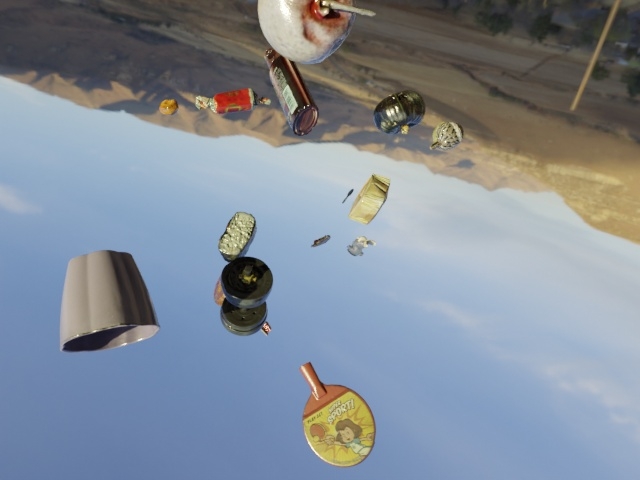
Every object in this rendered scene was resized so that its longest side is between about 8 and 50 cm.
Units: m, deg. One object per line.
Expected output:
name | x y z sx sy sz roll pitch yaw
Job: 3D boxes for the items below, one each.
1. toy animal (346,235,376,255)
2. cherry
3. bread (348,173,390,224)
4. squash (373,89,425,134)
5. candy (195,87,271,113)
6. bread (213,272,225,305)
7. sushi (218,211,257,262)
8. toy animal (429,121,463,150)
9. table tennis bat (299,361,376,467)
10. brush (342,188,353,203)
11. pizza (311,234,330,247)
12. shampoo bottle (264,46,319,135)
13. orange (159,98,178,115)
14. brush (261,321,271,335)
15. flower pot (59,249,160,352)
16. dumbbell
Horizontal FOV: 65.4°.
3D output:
toy animal | 0.182 0.019 2.273 0.071 0.124 0.085 -13 -117 -42
cherry | -0.046 -0.690 1.499 0.292 0.326 0.335 -7 175 -21
bread | 0.225 -0.182 2.220 0.110 0.210 0.192 28 -132 -6
squash | 0.294 -0.474 1.855 0.156 0.193 0.193 49 -165 -2
candy | -0.336 -0.540 1.935 0.292 0.086 0.059 -10 164 -12
bread | -0.409 0.204 2.186 0.064 0.193 0.193 22 -171 -27
sushi | -0.356 -0.010 2.171 0.124 0.225 0.127 19 154 4
toy animal | 0.414 -0.337 1.629 0.098 0.098 0.137 20 -137 20
table tennis bat | 0.043 0.655 1.903 0.414 0.268 0.051 58 176 19
brush | 0.115 -0.187 2.110 0.024 0.083 0.008 0 -133 -48
pizza | 0.013 -0.008 2.253 0.100 0.099 0.029 -23 -101 -37
shampoo bottle | -0.098 -0.489 1.591 0.084 0.129 0.322 -8 -124 -25
orange | -0.666 -0.582 2.198 0.086 0.062 0.086 -7 -137 7
brush | -0.345 0.345 2.422 0.321 0.050 0.060 50 -175 -28
flower pot | -0.602 0.165 1.405 0.265 0.243 0.265 -13 164 -4
dumbbell | -0.272 0.206 1.800 0.185 0.388 0.185 6 -127 -8
